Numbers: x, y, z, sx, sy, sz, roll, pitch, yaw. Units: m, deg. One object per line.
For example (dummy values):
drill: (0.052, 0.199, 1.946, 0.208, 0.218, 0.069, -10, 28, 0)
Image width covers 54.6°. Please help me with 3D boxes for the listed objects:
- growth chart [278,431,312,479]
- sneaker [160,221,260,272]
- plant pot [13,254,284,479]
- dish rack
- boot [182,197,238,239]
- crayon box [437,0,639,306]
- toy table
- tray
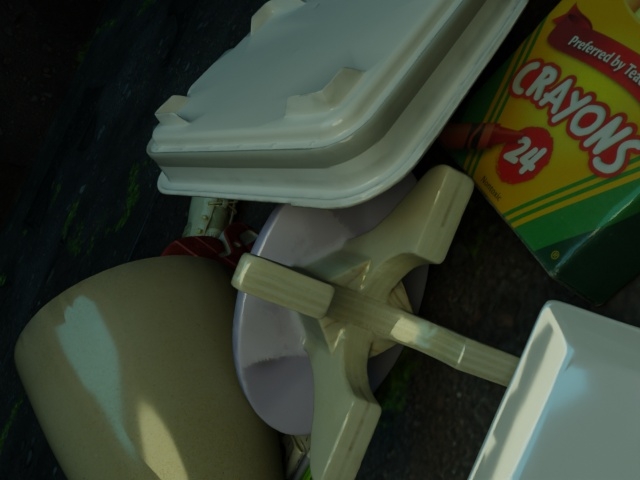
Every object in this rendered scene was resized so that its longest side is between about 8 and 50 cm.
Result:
growth chart: (-0.064, 0.231, 0.702, 0.237, 0.021, 0.172, 23, 88, 55)
sneaker: (-0.145, 0.060, 0.796, 0.087, 0.221, 0.128, 35, 112, 15)
plant pot: (-0.146, 0.202, 0.629, 0.256, 0.256, 0.274, -46, 56, 23)
dish rack: (-0.011, -0.157, 0.565, 0.332, 0.072, 0.286, 7, 53, 47)
boot: (-0.140, -0.071, 0.937, 0.213, 0.077, 0.165, -24, 51, 48)
crayon box: (0.259, -0.131, 0.474, 0.318, 0.081, 0.202, -48, 38, 20)
toy table: (0.032, 0.053, 0.525, 0.161, 0.252, 0.275, -164, 84, -70)
tray: (0.170, 0.186, 0.430, 0.145, 0.030, 0.271, 21, 85, 53)
